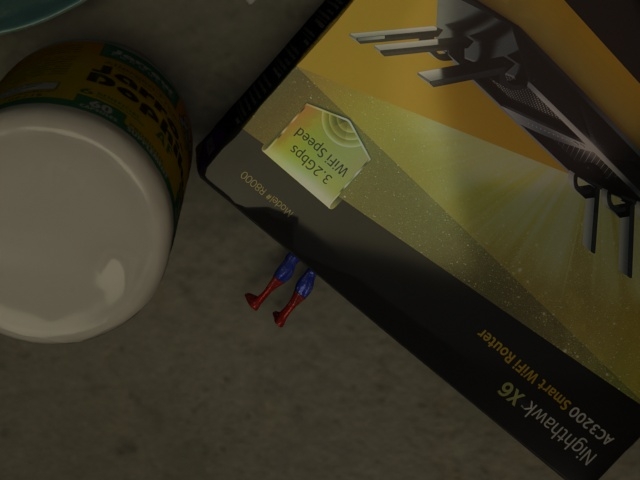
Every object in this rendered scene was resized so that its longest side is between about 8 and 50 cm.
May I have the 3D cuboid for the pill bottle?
[{"bbox_3d":[-0.128,-0.040,0.650,0.118,0.208,0.117,-1,111,-1],"label":"pill bottle"}]

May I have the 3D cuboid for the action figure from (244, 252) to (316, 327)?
[{"bbox_3d":[0.000,0.000,0.768,0.038,0.030,0.115,37,101,-21],"label":"action figure"}]

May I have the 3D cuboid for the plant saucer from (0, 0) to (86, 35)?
[{"bbox_3d":[-0.212,-0.266,0.649,0.318,0.043,0.317,-1,111,-2],"label":"plant saucer"}]

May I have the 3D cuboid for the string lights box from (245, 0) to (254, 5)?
[{"bbox_3d":[-0.086,-0.254,0.594,0.260,0.077,0.133,41,104,-16],"label":"string lights box"}]

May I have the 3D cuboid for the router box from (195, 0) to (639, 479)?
[{"bbox_3d":[0.120,-0.039,0.715,0.309,0.081,0.243,39,98,-15],"label":"router box"}]
